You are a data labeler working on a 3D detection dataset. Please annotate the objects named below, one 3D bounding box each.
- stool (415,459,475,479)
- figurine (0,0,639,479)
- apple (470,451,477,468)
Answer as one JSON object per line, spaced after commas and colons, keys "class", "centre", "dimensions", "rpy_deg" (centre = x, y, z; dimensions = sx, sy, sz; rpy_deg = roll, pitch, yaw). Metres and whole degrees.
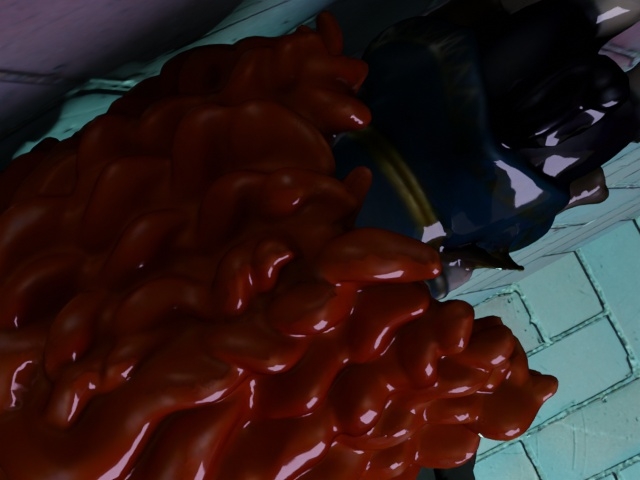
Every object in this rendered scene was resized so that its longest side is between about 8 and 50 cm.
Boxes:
{"class": "stool", "centre": [-0.054, 0.151, 1.296], "dimensions": [0.270, 0.243, 0.170], "rpy_deg": [-7, 165, -31]}
{"class": "figurine", "centre": [0.002, -0.005, 0.919], "dimensions": [0.306, 0.241, 0.412], "rpy_deg": [-3, -151, 41]}
{"class": "apple", "centre": [-0.009, 0.163, 1.590], "dimensions": [0.306, 0.235, 0.305], "rpy_deg": [-6, -158, 3]}
